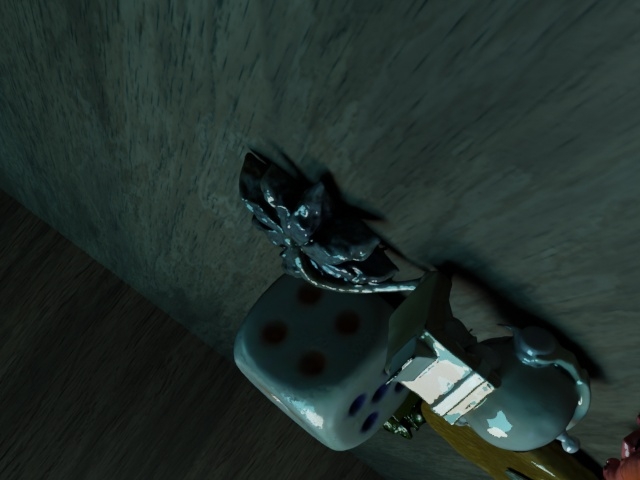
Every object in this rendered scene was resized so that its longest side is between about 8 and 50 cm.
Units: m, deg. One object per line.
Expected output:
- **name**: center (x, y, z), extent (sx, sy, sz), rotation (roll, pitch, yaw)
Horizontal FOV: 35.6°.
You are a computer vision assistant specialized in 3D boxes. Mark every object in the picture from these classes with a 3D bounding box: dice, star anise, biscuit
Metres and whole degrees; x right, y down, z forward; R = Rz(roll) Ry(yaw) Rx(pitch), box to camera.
- **dice**: center (0.011, 0.155, 1.357), extent (0.193, 0.192, 0.194), rotation (33, 167, 31)
- **star anise**: center (0.000, -0.001, 1.153), extent (0.262, 0.081, 0.230), rotation (37, 155, 8)
- **biscuit**: center (0.303, 0.328, 1.503), extent (0.351, 0.057, 0.312), rotation (36, 166, 1)

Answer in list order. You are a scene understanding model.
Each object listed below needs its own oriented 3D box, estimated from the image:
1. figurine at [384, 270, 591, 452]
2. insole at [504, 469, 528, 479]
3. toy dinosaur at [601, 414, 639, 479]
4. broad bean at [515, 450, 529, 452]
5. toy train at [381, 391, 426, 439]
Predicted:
- **figurine**: center (0.187, 0.143, 1.079), extent (0.237, 0.141, 0.162), rotation (29, 132, -4)
- **insole**: center (0.347, 0.379, 1.438), extent (0.193, 0.006, 0.065), rotation (23, 161, 41)
- **toy dinosaur**: center (0.343, 0.250, 1.015), extent (0.070, 0.139, 0.286), rotation (36, 165, 1)
- **broad bean**: center (0.217, 0.200, 1.272), extent (0.165, 0.084, 0.114), rotation (39, 149, 17)
- **toy train**: center (0.104, 0.255, 1.688), extent (0.137, 0.090, 0.225), rotation (49, 163, -15)
